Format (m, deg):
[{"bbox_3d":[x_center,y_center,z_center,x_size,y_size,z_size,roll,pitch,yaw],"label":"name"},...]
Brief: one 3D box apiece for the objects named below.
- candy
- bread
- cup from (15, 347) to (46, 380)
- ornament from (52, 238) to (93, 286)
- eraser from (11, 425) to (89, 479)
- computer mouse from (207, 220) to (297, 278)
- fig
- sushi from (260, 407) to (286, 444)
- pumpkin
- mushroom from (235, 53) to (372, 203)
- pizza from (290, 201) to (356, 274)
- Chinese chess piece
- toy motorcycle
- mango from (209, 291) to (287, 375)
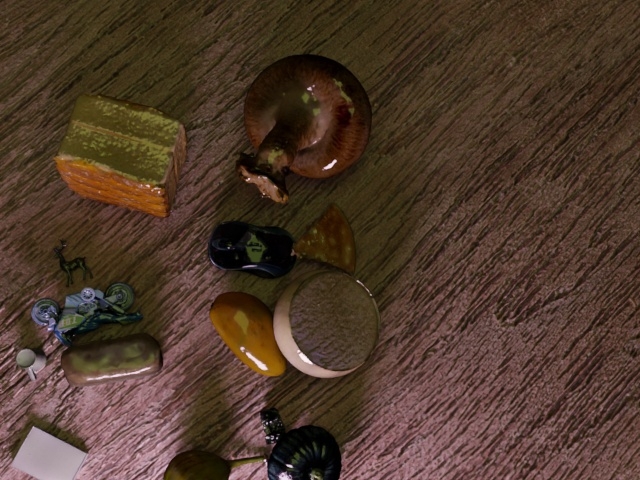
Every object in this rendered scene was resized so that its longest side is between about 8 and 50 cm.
[{"bbox_3d":[-0.505,0.292,1.726,0.234,0.104,0.102,-10,74,-9],"label":"candy"},{"bbox_3d":[-0.480,-0.205,1.749,0.279,0.279,0.207,16,76,-2],"label":"bread"},{"bbox_3d":[-0.705,0.296,1.712,0.054,0.083,0.075,19,78,-3],"label":"cup"},{"bbox_3d":[-0.635,0.050,1.804,0.073,0.028,0.125,-22,82,-10],"label":"ornament"},{"bbox_3d":[-0.647,0.526,1.698,0.150,0.023,0.104,27,76,1],"label":"eraser"},{"bbox_3d":[-0.174,0.023,1.825,0.233,0.096,0.137,5,77,-6],"label":"computer mouse"},{"bbox_3d":[-0.249,0.543,1.692,0.259,0.151,0.151,-25,81,-33],"label":"fig"},{"bbox_3d":[-0.116,0.455,1.741,0.056,0.085,0.083,-14,78,-10],"label":"sushi"},{"bbox_3d":[-0.036,0.540,1.694,0.194,0.194,0.150,-46,55,-13],"label":"pumpkin"},{"bbox_3d":[-0.067,-0.308,1.803,0.331,0.356,0.334,39,118,29],"label":"mushroom"},{"bbox_3d":[0.000,0.000,1.859,0.193,0.053,0.201,-4,83,-28],"label":"pizza"},{"bbox_3d":[0.016,0.204,1.760,0.270,0.112,0.270,8,71,-25],"label":"Chinese chess piece"},{"bbox_3d":[-0.573,0.186,1.751,0.254,0.092,0.136,-13,88,-18],"label":"toy motorcycle"},{"bbox_3d":[-0.169,0.230,1.771,0.138,0.113,0.253,-40,91,-25],"label":"mango"}]
